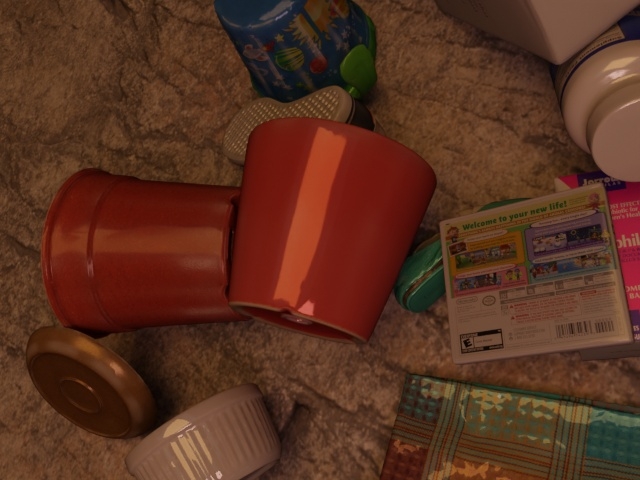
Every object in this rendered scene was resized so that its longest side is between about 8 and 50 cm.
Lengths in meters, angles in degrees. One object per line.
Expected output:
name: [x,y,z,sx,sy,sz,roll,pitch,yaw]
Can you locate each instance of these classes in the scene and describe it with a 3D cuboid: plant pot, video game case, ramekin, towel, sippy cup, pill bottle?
plant pot: [-0.362,0.231,1.028,0.236,0.236,0.032,4,37,24]
video game case: [0.255,0.044,0.817,0.212,0.023,0.193,-14,66,31]
ramekin: [-0.152,0.300,0.922,0.207,0.207,0.109,-36,71,8]
plant pot: [0.000,0.000,0.910,0.275,0.275,0.243,9,74,25]
plant pot: [-0.229,0.020,1.026,0.265,0.272,0.272,-1,72,15]
towel: [0.249,0.303,0.791,0.370,0.040,0.271,5,54,25]
sippy cup: [-0.050,-0.353,1.083,0.305,0.224,0.240,2,74,23]
pill bottle: [0.372,-0.195,0.827,0.152,0.152,0.272,-13,37,19]

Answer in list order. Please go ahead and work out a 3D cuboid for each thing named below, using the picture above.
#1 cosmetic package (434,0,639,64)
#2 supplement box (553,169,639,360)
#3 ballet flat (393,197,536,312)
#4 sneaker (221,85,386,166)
cosmetic package: [0.276,-0.490,0.849,0.329,0.327,0.394,-37,30,6]
supplement box: [0.367,0.030,0.839,0.111,0.114,0.220,-10,67,21]
ballet flat: [0.200,0.002,0.940,0.247,0.083,0.087,-36,43,6]
sneaker: [-0.034,-0.159,1.078,0.321,0.127,0.126,5,72,50]
